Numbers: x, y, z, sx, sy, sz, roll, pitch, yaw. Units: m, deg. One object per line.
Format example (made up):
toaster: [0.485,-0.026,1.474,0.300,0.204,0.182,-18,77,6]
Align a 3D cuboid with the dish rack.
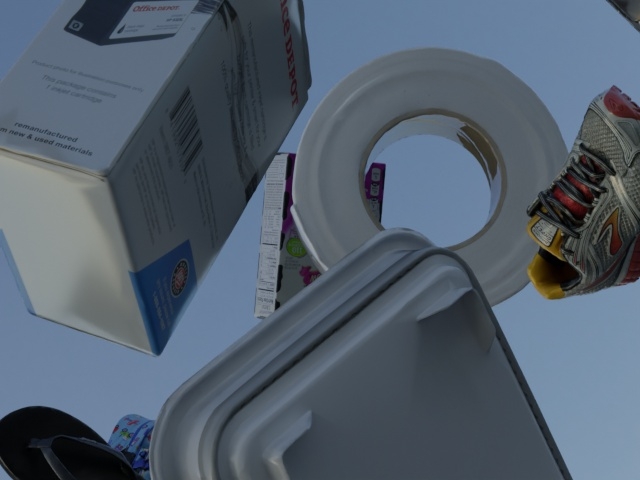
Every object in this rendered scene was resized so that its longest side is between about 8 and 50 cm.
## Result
dish rack: [0.068,0.182,0.834,0.285,0.072,0.332,-37,-72,-37]

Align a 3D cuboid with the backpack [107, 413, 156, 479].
backpack: [-0.224,0.320,1.721,0.117,0.173,0.158,-12,-50,32]

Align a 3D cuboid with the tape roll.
tape roll: [0.112,-0.052,1.334,0.286,0.286,0.100,-39,-7,-5]

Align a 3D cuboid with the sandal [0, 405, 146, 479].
sandal: [-0.247,0.263,1.424,0.097,0.254,0.054,-58,3,-36]

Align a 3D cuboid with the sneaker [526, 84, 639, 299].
sneaker: [0.214,-0.025,1.003,0.093,0.088,0.225,-21,-38,-15]

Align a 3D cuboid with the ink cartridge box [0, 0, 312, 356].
ink cartridge box: [-0.130,-0.101,1.028,0.223,0.129,0.307,84,-152,-51]

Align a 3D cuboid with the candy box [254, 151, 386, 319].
candy box: [0.000,0.000,1.786,0.159,0.071,0.233,4,-89,-28]

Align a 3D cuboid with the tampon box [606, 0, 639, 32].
tampon box: [0.248,-0.179,0.743,0.161,0.101,0.120,-11,-36,-45]
